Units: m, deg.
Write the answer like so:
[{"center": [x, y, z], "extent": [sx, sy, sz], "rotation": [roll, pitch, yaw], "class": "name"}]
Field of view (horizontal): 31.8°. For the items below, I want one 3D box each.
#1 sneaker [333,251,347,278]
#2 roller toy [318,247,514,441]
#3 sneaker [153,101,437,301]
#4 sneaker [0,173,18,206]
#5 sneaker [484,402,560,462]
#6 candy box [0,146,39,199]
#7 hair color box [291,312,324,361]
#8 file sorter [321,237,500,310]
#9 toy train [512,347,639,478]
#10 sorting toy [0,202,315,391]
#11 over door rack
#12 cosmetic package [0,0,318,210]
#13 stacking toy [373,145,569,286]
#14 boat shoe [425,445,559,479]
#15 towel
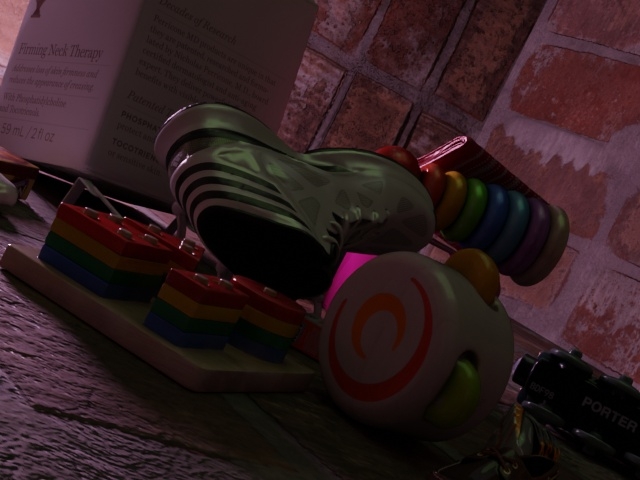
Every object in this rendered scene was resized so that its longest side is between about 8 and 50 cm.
[{"center": [-0.076, 0.002, 2.212], "extent": [0.299, 0.111, 0.121], "rotation": [21, 15, 1], "class": "sneaker"}, {"center": [0.108, 0.116, 1.230], "extent": [0.191, 0.209, 0.146], "rotation": [-18, -30, 38], "class": "roller toy"}, {"center": [-0.001, 0.001, 1.457], "extent": [0.447, 0.169, 0.258], "rotation": [16, 38, -36], "class": "sneaker"}, {"center": [-0.448, -0.116, 1.355], "extent": [0.212, 0.094, 0.080], "rotation": [28, 3, 13], "class": "sneaker"}, {"center": [0.239, 0.242, 1.305], "extent": [0.083, 0.084, 0.215], "rotation": [33, 5, 12], "class": "sneaker"}, {"center": [-0.479, -0.119, 1.483], "extent": [0.186, 0.053, 0.109], "rotation": [27, 5, 17], "class": "candy box"}, {"center": [0.029, 0.144, 1.444], "extent": [0.141, 0.043, 0.072], "rotation": [29, 5, 16], "class": "hair color box"}, {"center": [0.146, 0.082, 1.822], "extent": [0.182, 0.202, 0.291], "rotation": [27, 4, -13], "class": "file sorter"}, {"center": [0.465, 0.288, 1.809], "extent": [0.333, 0.142, 0.190], "rotation": [26, -8, 20], "class": "toy train"}, {"center": [-0.146, 0.055, 1.158], "extent": [0.257, 0.089, 0.255], "rotation": [28, 5, 24], "class": "sorting toy"}, {"center": [-0.168, 0.001, 1.540], "extent": [0.324, 0.108, 0.239], "rotation": [30, 5, 36], "class": "over door rack"}, {"center": [-0.270, -0.262, 1.779], "extent": [0.329, 0.394, 0.327], "rotation": [12, -7, 45], "class": "cosmetic package"}, {"center": [0.218, -0.055, 1.742], "extent": [0.330, 0.141, 0.141], "rotation": [26, 4, -16], "class": "stacking toy"}, {"center": [0.165, 0.229, 1.072], "extent": [0.073, 0.073, 0.207], "rotation": [31, 7, 34], "class": "boat shoe"}, {"center": [0.251, -0.062, 1.846], "extent": [0.198, 0.031, 0.274], "rotation": [-27, -47, 38], "class": "towel"}]
